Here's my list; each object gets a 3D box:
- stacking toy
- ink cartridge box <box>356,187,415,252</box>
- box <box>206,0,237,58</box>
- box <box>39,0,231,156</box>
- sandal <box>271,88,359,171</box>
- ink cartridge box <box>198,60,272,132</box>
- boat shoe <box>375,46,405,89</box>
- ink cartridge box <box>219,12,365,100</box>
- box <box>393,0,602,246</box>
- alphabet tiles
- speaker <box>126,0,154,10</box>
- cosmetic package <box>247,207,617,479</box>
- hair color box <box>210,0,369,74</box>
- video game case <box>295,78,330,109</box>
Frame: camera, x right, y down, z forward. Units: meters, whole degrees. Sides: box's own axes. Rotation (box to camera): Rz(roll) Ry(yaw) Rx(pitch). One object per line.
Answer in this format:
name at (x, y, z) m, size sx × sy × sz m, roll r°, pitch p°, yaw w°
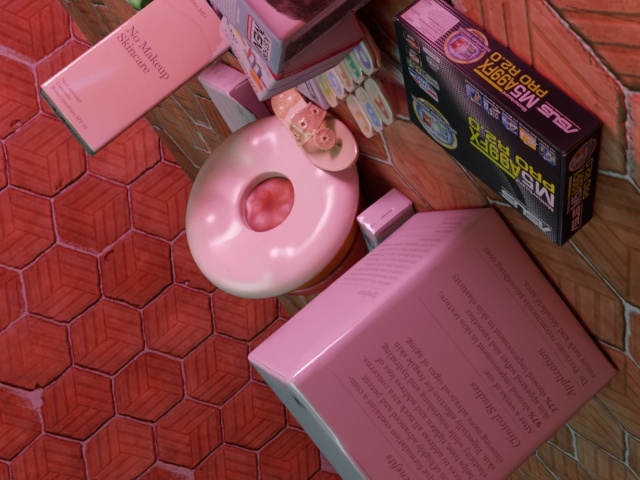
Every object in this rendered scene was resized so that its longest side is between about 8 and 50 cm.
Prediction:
stacking toy at (0.000, 0.000, 2.124) m, size 0.350 × 0.350 × 0.480 m, roll 42°, pitch -176°, yaw 35°
ink cartridge box at (0.122, -0.022, 1.922) m, size 0.052 × 0.088 × 0.122 m, roll 45°, pitch 168°, yaw 31°
box at (-0.196, -0.432, 1.917) m, size 0.175 × 0.051 × 0.220 m, roll 43°, pitch 167°, yaw 31°
box at (-0.311, -0.294, 1.873) m, size 0.148 × 0.311 × 0.121 m, roll 51°, pitch 169°, yaw -10°
sandal at (-0.033, -0.201, 1.881) m, size 0.079 × 0.088 × 0.240 m, roll 20°, pitch -158°, yaw -47°
ink cartridge box at (-0.108, -0.209, 2.267) m, size 0.261 × 0.066 × 0.296 m, roll 37°, pitch 163°, yaw 50°
boat shoe at (0.091, -0.228, 1.503) m, size 0.100 × 0.035 × 0.035 m, roll 45°, pitch 168°, yaw 26°
ink cartridge box at (-0.040, -0.276, 1.433) m, size 0.128 × 0.127 × 0.176 m, roll 63°, pitch 168°, yaw -1°
box at (0.205, -0.140, 1.285) m, size 0.270 × 0.060 × 0.216 m, roll 45°, pitch 167°, yaw 26°
alphabet tiles at (0.017, -0.276, 1.556) m, size 0.278 × 0.021 × 0.284 m, roll 60°, pitch 168°, yaw -2°
speaker at (-0.386, -0.566, 2.022) m, size 0.296 × 0.131 × 0.131 m, roll 49°, pitch 169°, yaw 6°
cosmetic package at (0.158, 0.193, 1.699) m, size 0.329 × 0.394 × 0.327 m, roll 53°, pitch 169°, yaw -9°
hair color box at (-0.101, -0.402, 1.295) m, size 0.374 × 0.185 × 0.113 m, roll 49°, pitch 168°, yaw 5°
video game case at (-0.063, -0.323, 1.838) m, size 0.173 × 0.022 × 0.190 m, roll 40°, pitch 166°, yaw 39°
